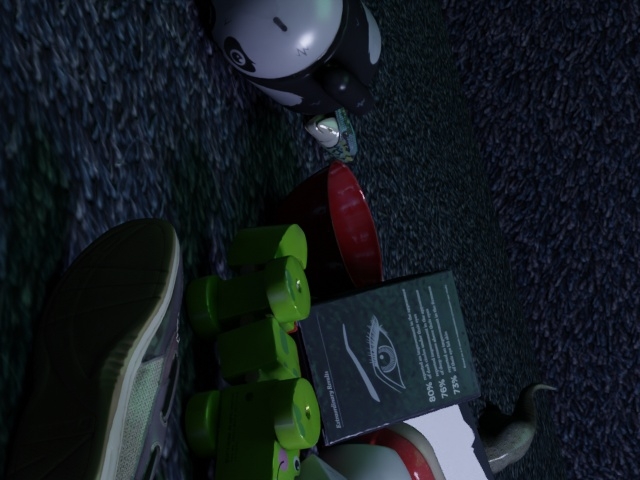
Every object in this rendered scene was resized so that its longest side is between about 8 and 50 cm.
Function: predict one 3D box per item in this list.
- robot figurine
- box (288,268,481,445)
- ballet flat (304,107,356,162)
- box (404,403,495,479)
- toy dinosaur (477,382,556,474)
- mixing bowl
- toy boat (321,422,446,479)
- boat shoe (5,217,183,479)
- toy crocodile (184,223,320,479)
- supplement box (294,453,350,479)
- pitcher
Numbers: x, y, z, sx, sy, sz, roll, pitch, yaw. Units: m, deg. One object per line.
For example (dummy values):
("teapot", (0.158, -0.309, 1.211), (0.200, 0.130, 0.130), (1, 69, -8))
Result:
("robot figurine", (-0.029, -0.255, 1.445), (0.278, 0.209, 0.173), (28, 71, -67))
("box", (0.054, 0.127, 1.297), (0.108, 0.207, 0.153), (-14, -92, 64))
("ballet flat", (-0.005, -0.191, 1.659), (0.070, 0.070, 0.188), (-57, 127, -67))
("box", (0.133, 0.258, 1.507), (0.261, 0.103, 0.184), (70, -15, -15))
("toy dinosaur", (0.244, 0.310, 1.751), (0.160, 0.314, 0.121), (-160, -120, -65))
("mixing bowl", (0.000, 0.000, 1.432), (0.181, 0.098, 0.181), (-15, 90, -73))
("toy boat", (0.067, 0.326, 1.359), (0.151, 0.151, 0.231), (-42, 120, -36))
("boat shoe", (-0.157, 0.108, 0.877), (0.092, 0.103, 0.285), (65, 23, -44))
("toy crocodile", (-0.058, 0.124, 1.125), (0.105, 0.115, 0.340), (52, 28, -50))
("supplement box", (0.024, 0.326, 1.079), (0.220, 0.111, 0.114), (53, 3, 32))
("pitcher", (0.056, 0.316, 1.200), (0.125, 0.178, 0.207), (17, 62, -35))
